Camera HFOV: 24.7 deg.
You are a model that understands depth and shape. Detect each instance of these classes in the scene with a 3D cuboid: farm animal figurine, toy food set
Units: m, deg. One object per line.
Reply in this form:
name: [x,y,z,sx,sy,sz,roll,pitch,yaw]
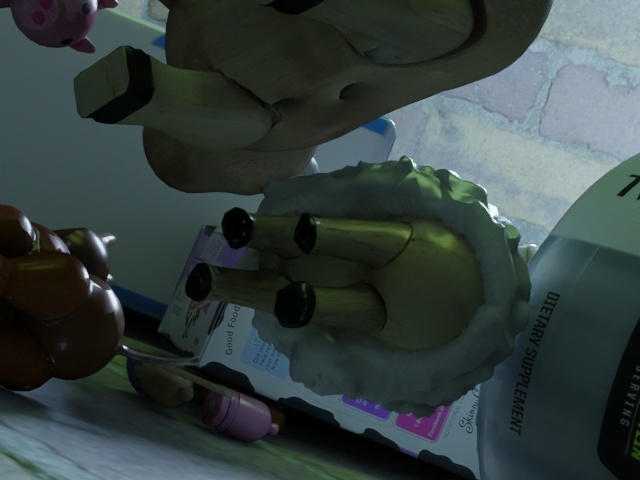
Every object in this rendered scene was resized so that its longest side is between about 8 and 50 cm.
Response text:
farm animal figurine: [-0.034,-0.097,0.604,0.326,0.330,0.172,-3,-10,43]
toy food set: [-0.050,0.075,0.679,0.078,0.019,0.122,21,-5,19]

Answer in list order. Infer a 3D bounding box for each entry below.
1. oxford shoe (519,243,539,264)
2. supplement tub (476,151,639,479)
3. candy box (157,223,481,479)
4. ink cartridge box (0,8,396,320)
oxford shoe: [0.000,0.000,1.295,0.397,0.147,0.140,20,3,2]
supplement tub: [0.214,0.083,0.443,0.193,0.194,0.316,19,0,-37]
candy box: [0.024,0.061,0.763,0.196,0.070,0.165,23,-2,-13]
ink cartridge box: [-0.124,-0.050,1.027,0.285,0.166,0.395,21,0,-4]
